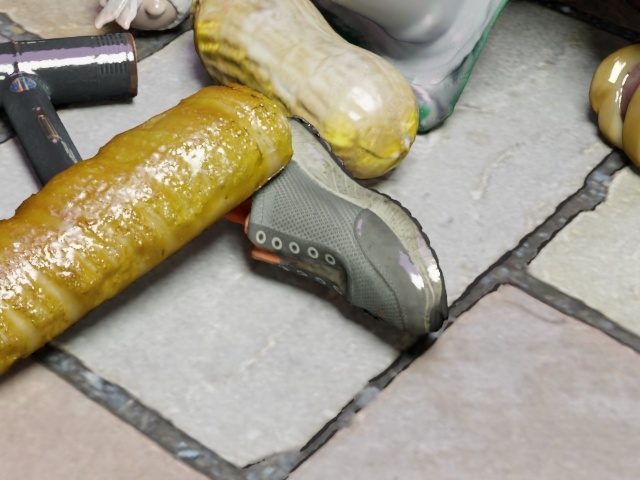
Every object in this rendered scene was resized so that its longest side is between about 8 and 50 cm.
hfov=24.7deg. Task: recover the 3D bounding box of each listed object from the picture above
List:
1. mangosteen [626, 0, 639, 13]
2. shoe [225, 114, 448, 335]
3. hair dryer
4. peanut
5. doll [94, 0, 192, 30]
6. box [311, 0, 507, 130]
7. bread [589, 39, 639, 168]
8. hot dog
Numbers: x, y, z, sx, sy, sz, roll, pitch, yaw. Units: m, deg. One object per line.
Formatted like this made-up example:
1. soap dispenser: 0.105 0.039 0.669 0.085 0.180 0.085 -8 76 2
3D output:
1. mangosteen: 0.282 -0.207 0.921 0.192 0.192 0.217 -15 38 -23
2. shoe: 0.001 0.001 0.862 0.077 0.074 0.194 -27 47 -18
3. hair dryer: -0.192 -0.058 0.923 0.173 0.050 0.195 -7 46 -11
4. peanut: -0.014 -0.114 0.975 0.087 0.087 0.206 -25 49 -32
5. doll: -0.122 -0.193 1.054 0.073 0.084 0.127 16 34 12
6. box: 0.058 -0.286 0.988 0.106 0.337 0.264 5 34 -38
7. bread: 0.284 -0.065 0.959 0.134 0.081 0.225 -15 41 -25
8. hot dog: -0.134 -0.002 0.811 0.289 0.068 0.083 -38 40 -26
